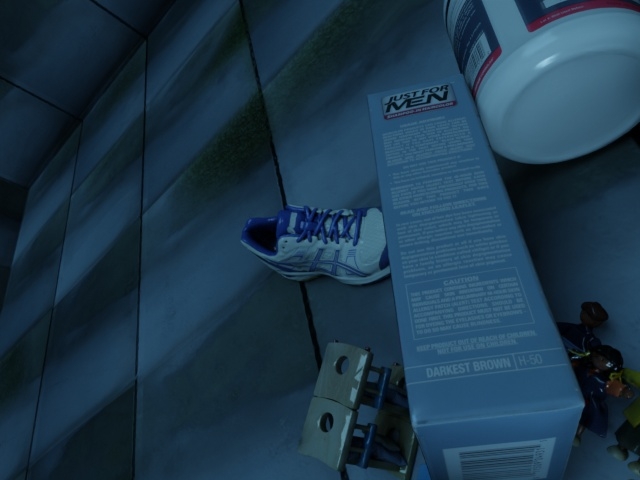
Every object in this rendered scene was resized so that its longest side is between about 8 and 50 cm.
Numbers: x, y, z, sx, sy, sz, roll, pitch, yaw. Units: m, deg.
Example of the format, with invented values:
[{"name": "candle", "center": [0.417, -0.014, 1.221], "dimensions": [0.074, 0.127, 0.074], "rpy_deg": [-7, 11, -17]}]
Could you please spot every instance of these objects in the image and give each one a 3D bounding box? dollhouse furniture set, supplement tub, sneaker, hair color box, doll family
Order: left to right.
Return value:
[{"name": "sneaker", "center": [0.000, 0.000, 0.773], "dimensions": [0.296, 0.131, 0.112], "rpy_deg": [-13, 58, 41]}, {"name": "dollhouse furniture set", "center": [0.097, 0.196, 0.556], "dimensions": [0.183, 0.129, 0.129], "rpy_deg": [0, 69, 48]}, {"name": "hair color box", "center": [0.128, 0.026, 0.510], "dimensions": [0.113, 0.185, 0.375], "rpy_deg": [-10, 48, 10]}, {"name": "supplement tub", "center": [0.249, -0.244, 0.599], "dimensions": [0.191, 0.191, 0.272], "rpy_deg": [-29, 50, 33]}, {"name": "doll family", "center": [0.263, 0.131, 0.458], "dimensions": [0.193, 0.076, 0.111], "rpy_deg": [35, 114, 45]}]
